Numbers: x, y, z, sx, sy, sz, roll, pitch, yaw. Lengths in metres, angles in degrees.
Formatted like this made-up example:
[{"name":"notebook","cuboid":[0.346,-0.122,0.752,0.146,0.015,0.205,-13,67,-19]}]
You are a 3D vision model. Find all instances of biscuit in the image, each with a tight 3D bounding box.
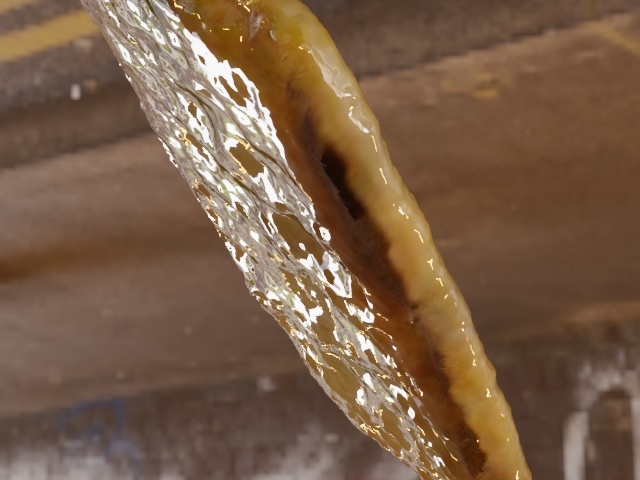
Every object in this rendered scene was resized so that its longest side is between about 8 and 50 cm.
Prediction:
[{"name":"biscuit","cuboid":[0.000,0.000,0.554,0.118,0.029,0.247,34,160,43]}]

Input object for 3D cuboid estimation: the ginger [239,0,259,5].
[{"name":"ginger","cuboid":[-0.022,-0.141,0.303,0.176,0.193,0.052,7,-161,-42]}]
